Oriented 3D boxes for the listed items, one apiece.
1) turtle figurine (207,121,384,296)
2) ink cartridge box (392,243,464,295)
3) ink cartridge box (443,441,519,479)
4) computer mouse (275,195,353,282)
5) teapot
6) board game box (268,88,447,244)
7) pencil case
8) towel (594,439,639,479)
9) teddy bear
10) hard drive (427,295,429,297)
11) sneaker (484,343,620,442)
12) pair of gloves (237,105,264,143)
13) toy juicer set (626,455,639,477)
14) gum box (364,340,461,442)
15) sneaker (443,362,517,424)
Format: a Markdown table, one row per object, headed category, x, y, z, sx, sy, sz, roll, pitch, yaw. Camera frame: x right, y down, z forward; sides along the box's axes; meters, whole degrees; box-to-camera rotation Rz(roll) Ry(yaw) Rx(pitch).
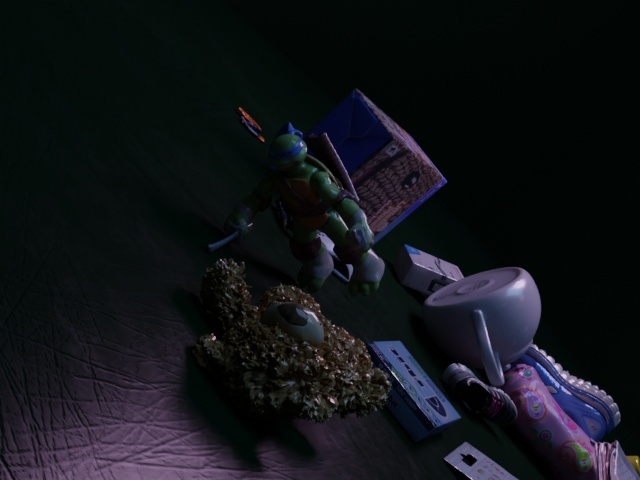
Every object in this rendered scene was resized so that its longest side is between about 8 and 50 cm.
| category | x | y | z | sx | sy | sz | roll | pitch | yaw |
| --- | --- | --- | --- | --- | --- | --- | --- | --- | --- |
| turtle figurine | -0.025 | 0.003 | 1.437 | 0.266 | 0.198 | 0.274 | 59 | 11 | -46 |
| ink cartridge box | 0.259 | 0.083 | 2.305 | 0.180 | 0.060 | 0.104 | 22 | 19 | -17 |
| ink cartridge box | 0.289 | 0.405 | 1.571 | 0.232 | 0.066 | 0.189 | 29 | 6 | 17 |
| computer mouse | 0.000 | 0.000 | 1.813 | 0.193 | 0.042 | 0.106 | 42 | 12 | -28 |
| teapot | 0.333 | 0.176 | 2.060 | 0.252 | 0.256 | 0.187 | -9 | -77 | 57 |
| board game box | 0.081 | -0.132 | 2.075 | 0.141 | 0.232 | 0.291 | 55 | 14 | 27 |
| pencil case | 0.455 | 0.378 | 2.050 | 0.284 | 0.124 | 0.124 | 48 | 11 | 5 |
| towel | 0.579 | 0.553 | 1.801 | 0.331 | 0.053 | 0.317 | 55 | 23 | -15 |
| teddy bear | -0.023 | 0.113 | 1.185 | 0.245 | 0.113 | 0.338 | 51 | 11 | 23 |
| hard drive | 0.382 | 0.226 | 2.468 | 0.353 | 0.047 | 0.233 | 45 | 12 | -16 |
| sneaker | 0.456 | 0.325 | 2.186 | 0.330 | 0.147 | 0.129 | 31 | -26 | 32 |
| pair of gloves | -0.145 | -0.240 | 2.156 | 0.074 | 0.010 | 0.083 | 44 | 15 | -26 |
| toy juicer set | 0.603 | 0.569 | 2.056 | 0.329 | 0.090 | 0.209 | -22 | 96 | -69 |
| gum box | 0.130 | 0.223 | 1.557 | 0.157 | 0.041 | 0.184 | 51 | 11 | 16 |
| sneaker | 0.296 | 0.293 | 1.887 | 0.170 | 0.063 | 0.075 | 39 | 14 | -19 |
